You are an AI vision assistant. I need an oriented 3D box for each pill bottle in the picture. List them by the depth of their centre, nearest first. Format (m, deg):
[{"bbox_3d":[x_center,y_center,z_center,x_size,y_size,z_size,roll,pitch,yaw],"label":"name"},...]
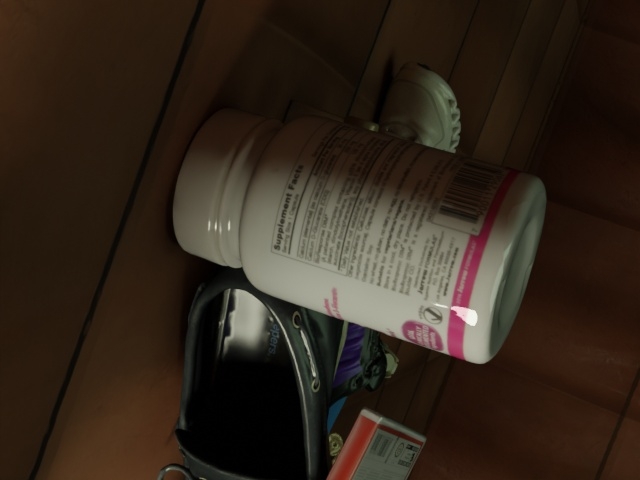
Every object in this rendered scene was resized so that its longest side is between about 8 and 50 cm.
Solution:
[{"bbox_3d":[0.031,-0.013,0.942,0.160,0.283,0.160,18,90,-71],"label":"pill bottle"}]

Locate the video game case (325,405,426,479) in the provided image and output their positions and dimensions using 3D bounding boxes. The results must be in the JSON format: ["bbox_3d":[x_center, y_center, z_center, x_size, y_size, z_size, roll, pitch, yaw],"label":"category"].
[{"bbox_3d":[0.013,0.310,1.128,0.285,0.025,0.204,-62,157,-6],"label":"video game case"}]

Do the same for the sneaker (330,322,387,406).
[{"bbox_3d":[0.025,0.097,1.289,0.293,0.146,0.102,-59,-161,1],"label":"sneaker"}]

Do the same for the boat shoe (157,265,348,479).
[{"bbox_3d":[-0.071,0.217,1.143,0.156,0.186,0.500,-40,142,-59],"label":"boat shoe"}]

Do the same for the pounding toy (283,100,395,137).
[{"bbox_3d":[0.041,-0.065,1.126,0.094,0.181,0.206,-69,165,2],"label":"pounding toy"}]

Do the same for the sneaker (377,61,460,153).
[{"bbox_3d":[0.106,-0.098,1.488,0.118,0.110,0.292,-42,151,-42],"label":"sneaker"}]

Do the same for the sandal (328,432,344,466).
[{"bbox_3d":[0.022,0.377,1.889,0.088,0.079,0.240,-54,159,-45],"label":"sandal"}]

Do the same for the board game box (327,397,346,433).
[{"bbox_3d":[-0.023,0.191,1.493,0.316,0.064,0.242,82,32,-62],"label":"board game box"}]

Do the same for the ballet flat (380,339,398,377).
[{"bbox_3d":[0.075,0.166,1.551,0.188,0.070,0.070,35,77,-75],"label":"ballet flat"}]
